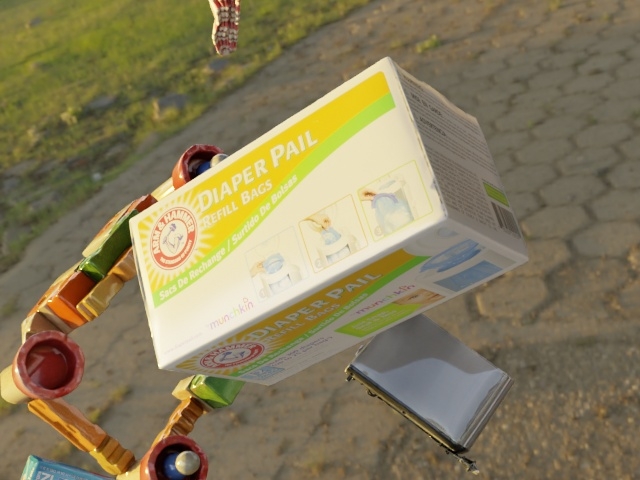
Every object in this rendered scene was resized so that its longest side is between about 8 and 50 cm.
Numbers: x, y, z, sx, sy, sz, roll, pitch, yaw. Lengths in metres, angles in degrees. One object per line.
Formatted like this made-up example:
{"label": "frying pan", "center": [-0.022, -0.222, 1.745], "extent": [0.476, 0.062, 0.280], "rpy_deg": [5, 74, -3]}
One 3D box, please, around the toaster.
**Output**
{"label": "toaster", "center": [0.130, 0.161, 1.097], "extent": [0.110, 0.186, 0.168], "rpy_deg": [-54, -11, 0]}

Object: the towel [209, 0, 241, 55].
{"label": "towel", "center": [-0.098, -0.247, 0.795], "extent": [0.029, 0.144, 0.197], "rpy_deg": [-14, -4, -8]}

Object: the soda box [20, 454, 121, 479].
{"label": "soda box", "center": [-0.181, 0.266, 0.899], "extent": [0.067, 0.210, 0.071], "rpy_deg": [-17, 53, 66]}

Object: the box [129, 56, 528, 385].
{"label": "box", "center": [0.000, 0.000, 0.577], "extent": [0.203, 0.114, 0.103], "rpy_deg": [-29, 63, 26]}

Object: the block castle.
{"label": "block castle", "center": [-0.198, 0.104, 1.337], "extent": [0.213, 0.303, 0.453], "rpy_deg": [-28, 23, 53]}
